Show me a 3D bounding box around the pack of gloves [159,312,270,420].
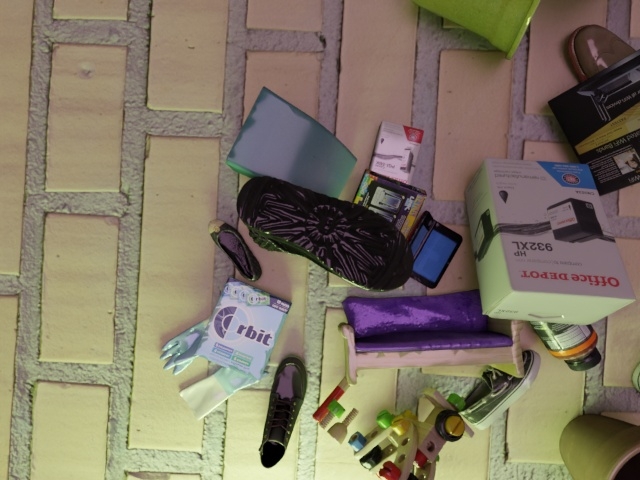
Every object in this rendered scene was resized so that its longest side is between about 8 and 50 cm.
[{"bbox_3d":[-0.245,0.279,0.928,0.232,0.046,0.195,-33,90,1],"label":"pack of gloves"}]

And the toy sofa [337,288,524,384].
[{"bbox_3d":[0.220,0.197,0.859,0.362,0.150,0.177,-2,82,0],"label":"toy sofa"}]

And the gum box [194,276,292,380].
[{"bbox_3d":[-0.171,0.196,0.911,0.157,0.041,0.184,24,81,-3],"label":"gum box"}]

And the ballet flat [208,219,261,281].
[{"bbox_3d":[-0.193,0.020,0.921,0.057,0.049,0.173,-40,90,0],"label":"ballet flat"}]

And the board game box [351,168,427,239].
[{"bbox_3d":[0.133,-0.053,0.891,0.141,0.048,0.170,20,112,-3],"label":"board game box"}]

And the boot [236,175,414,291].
[{"bbox_3d":[0.001,-0.004,0.816,0.348,0.260,0.131,28,80,3],"label":"boot"}]

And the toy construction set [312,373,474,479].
[{"bbox_3d":[0.169,0.393,0.871,0.309,0.257,0.237,37,72,22],"label":"toy construction set"}]

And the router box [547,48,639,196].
[{"bbox_3d":[0.666,-0.260,0.799,0.081,0.309,0.243,-29,91,-40],"label":"router box"}]

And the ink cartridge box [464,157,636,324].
[{"bbox_3d":[0.437,-0.005,0.811,0.223,0.129,0.307,4,60,-1],"label":"ink cartridge box"}]

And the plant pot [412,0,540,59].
[{"bbox_3d":[0.330,-0.550,0.824,0.253,0.276,0.276,24,91,11],"label":"plant pot"}]

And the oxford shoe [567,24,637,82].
[{"bbox_3d":[0.696,-0.351,0.871,0.348,0.130,0.123,42,91,0],"label":"oxford shoe"}]

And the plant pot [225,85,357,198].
[{"bbox_3d":[-0.053,-0.176,0.869,0.234,0.166,0.165,27,91,-8],"label":"plant pot"}]

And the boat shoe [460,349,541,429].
[{"bbox_3d":[0.401,0.324,0.908,0.070,0.078,0.219,39,92,-1],"label":"boat shoe"}]

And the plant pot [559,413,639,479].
[{"bbox_3d":[0.632,0.478,0.833,0.263,0.229,0.263,0,91,1],"label":"plant pot"}]

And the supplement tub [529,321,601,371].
[{"bbox_3d":[0.530,0.187,0.893,0.106,0.106,0.198,-34,91,1],"label":"supplement tub"}]

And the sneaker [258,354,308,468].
[{"bbox_3d":[-0.078,0.375,0.891,0.083,0.118,0.222,11,91,0],"label":"sneaker"}]

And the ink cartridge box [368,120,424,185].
[{"bbox_3d":[0.167,-0.188,0.913,0.099,0.056,0.135,13,91,0],"label":"ink cartridge box"}]

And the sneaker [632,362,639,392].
[{"bbox_3d":[0.837,0.225,0.883,0.126,0.127,0.321,30,89,1],"label":"sneaker"}]

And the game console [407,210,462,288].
[{"bbox_3d":[0.244,0.024,0.904,0.085,0.124,0.144,29,90,26],"label":"game console"}]
